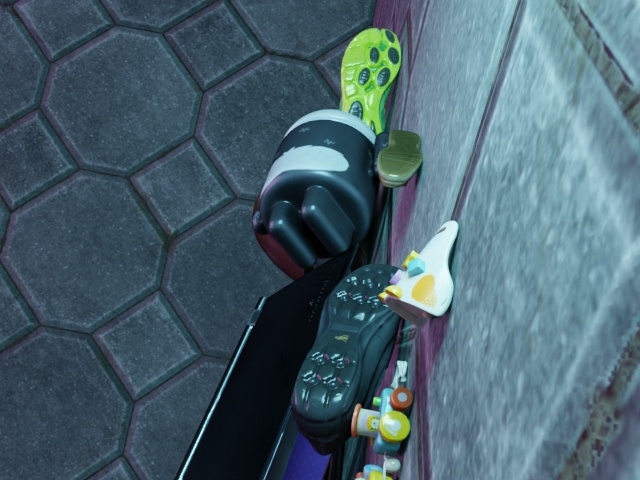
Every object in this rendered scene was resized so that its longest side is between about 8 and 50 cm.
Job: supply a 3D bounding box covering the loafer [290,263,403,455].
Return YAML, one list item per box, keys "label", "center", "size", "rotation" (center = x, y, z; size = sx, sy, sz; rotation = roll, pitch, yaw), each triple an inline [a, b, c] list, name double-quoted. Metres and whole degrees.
- label: "loafer"
  center: [0.031, 0.106, 0.732]
  size: [0.223, 0.076, 0.078]
  rotation: [-59, -28, -47]

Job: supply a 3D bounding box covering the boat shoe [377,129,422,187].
- label: "boat shoe"
  center: [0.091, -0.085, 0.861]
  size: [0.135, 0.050, 0.045]
  rotation: [-61, -19, -60]

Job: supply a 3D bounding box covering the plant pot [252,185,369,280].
- label: "plant pot"
  center: [0.000, 0.000, 1.328]
  size: [0.230, 0.216, 0.215]
  rotation: [-116, 34, -64]

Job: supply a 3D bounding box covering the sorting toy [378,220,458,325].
- label: "sorting toy"
  center: [0.083, 0.022, 0.582]
  size: [0.075, 0.045, 0.083]
  rotation: [-60, -3, -12]

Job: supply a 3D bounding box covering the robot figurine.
- label: "robot figurine"
  center: [0.006, -0.082, 1.159]
  size: [0.278, 0.209, 0.173]
  rotation: [-76, -6, -50]

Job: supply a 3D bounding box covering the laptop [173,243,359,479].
- label: "laptop"
  center: [-0.041, 0.273, 1.085]
  size: [0.407, 0.237, 0.381]
  rotation: [61, -138, -42]

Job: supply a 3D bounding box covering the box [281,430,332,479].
- label: "box"
  center: [-0.038, 0.385, 1.102]
  size: [0.201, 0.057, 0.293]
  rotation: [76, -147, -81]

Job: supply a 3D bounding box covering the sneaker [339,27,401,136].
- label: "sneaker"
  center: [0.079, -0.257, 1.425]
  size: [0.123, 0.110, 0.295]
  rotation: [148, 132, -83]

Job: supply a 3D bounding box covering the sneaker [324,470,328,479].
- label: "sneaker"
  center: [-0.065, 0.375, 1.362]
  size: [0.106, 0.163, 0.281]
  rotation: [102, 179, -57]

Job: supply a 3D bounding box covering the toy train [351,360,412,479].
- label: "toy train"
  center: [0.041, 0.191, 0.667]
  size: [0.125, 0.046, 0.166]
  rotation: [-87, 7, -79]
